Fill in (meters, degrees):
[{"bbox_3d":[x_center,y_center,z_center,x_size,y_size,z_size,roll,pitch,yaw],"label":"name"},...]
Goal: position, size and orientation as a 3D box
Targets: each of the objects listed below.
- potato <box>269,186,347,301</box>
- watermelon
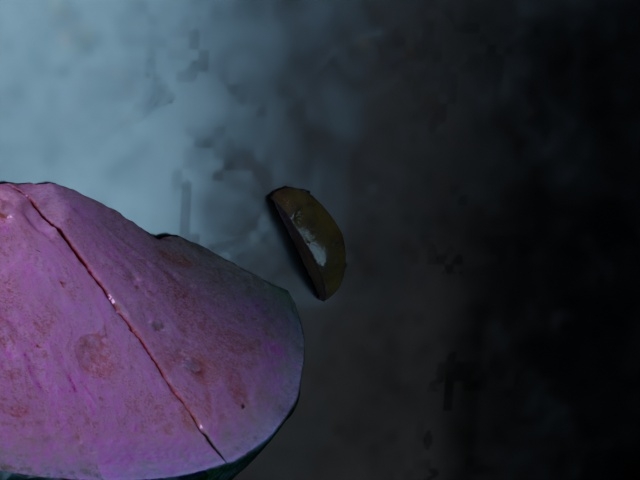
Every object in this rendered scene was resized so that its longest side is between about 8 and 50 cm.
[{"bbox_3d":[0.001,0.000,1.210,0.037,0.036,0.093,-30,108,-13],"label":"potato"},{"bbox_3d":[-0.191,0.129,1.095,0.292,0.319,0.222,31,120,-18],"label":"watermelon"}]
